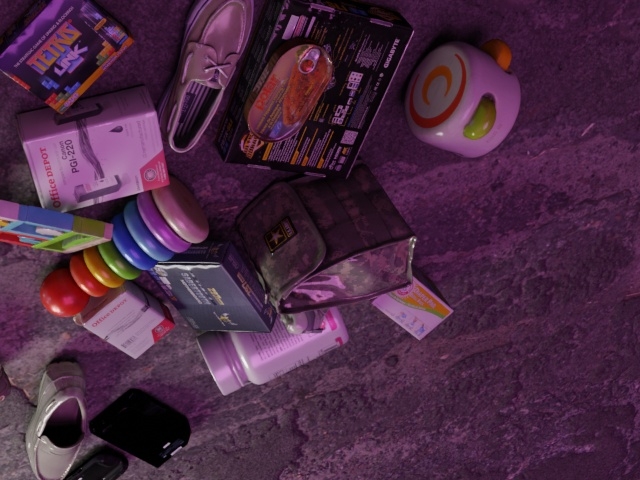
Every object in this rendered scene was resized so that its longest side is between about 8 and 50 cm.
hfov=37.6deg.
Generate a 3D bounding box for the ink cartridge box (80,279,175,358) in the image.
[{"bbox_3d":[-0.371,0.145,1.798,0.109,0.063,0.150,-39,134,8],"label":"ink cartridge box"}]

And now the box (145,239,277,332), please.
[{"bbox_3d":[-0.208,0.090,1.790,0.183,0.059,0.233,-1,142,25],"label":"box"}]

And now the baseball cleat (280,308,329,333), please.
[{"bbox_3d":[-0.042,0.098,1.851,0.109,0.206,0.072,5,144,-26],"label":"baseball cleat"}]

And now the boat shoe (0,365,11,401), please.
[{"bbox_3d":[-0.728,0.313,1.743,0.305,0.109,0.091,-25,129,-12],"label":"boat shoe"}]

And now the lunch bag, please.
[{"bbox_3d":[0.000,0.000,1.766,0.287,0.235,0.169,-17,138,-14],"label":"lunch bag"}]

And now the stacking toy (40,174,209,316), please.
[{"bbox_3d":[-0.368,0.023,1.684,0.330,0.141,0.141,-33,135,10],"label":"stacking toy"}]

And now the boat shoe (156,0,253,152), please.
[{"bbox_3d":[-0.181,-0.280,1.537,0.109,0.094,0.302,8,123,-32],"label":"boat shoe"}]

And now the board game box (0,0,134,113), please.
[{"bbox_3d":[-0.396,-0.298,1.443,0.170,0.048,0.141,-43,135,11],"label":"board game box"}]

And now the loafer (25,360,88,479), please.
[{"bbox_3d":[-0.532,0.388,1.903,0.112,0.111,0.319,-3,128,-25],"label":"loafer"}]

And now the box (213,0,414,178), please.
[{"bbox_3d":[-0.015,-0.269,1.646,0.257,0.079,0.322,6,124,-29],"label":"box"}]

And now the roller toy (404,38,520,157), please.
[{"bbox_3d":[0.263,-0.257,1.721,0.146,0.209,0.191,16,157,-36],"label":"roller toy"}]

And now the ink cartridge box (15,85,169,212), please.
[{"bbox_3d":[-0.373,-0.148,1.552,0.218,0.092,0.158,-15,132,-13],"label":"ink cartridge box"}]

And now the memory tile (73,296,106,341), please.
[{"bbox_3d":[-0.418,0.135,1.820,0.113,0.012,0.148,-37,135,6],"label":"memory tile"}]

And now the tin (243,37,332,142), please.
[{"bbox_3d":[-0.056,-0.250,1.563,0.106,0.040,0.190,14,120,-39],"label":"tin"}]

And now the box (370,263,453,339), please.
[{"bbox_3d":[0.178,0.110,2.036,0.103,0.114,0.203,-42,132,10],"label":"box"}]

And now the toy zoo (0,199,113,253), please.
[{"bbox_3d":[-0.514,-0.029,1.535,0.293,0.030,0.192,13,165,-34],"label":"toy zoo"}]

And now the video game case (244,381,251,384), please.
[{"bbox_3d":[-0.146,0.280,2.082,0.122,0.011,0.087,-16,133,-15],"label":"video game case"}]

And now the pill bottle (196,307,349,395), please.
[{"bbox_3d":[-0.099,0.196,1.932,0.283,0.160,0.160,-25,134,-6],"label":"pill bottle"}]

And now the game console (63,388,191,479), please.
[{"bbox_3d":[-0.468,0.479,2.064,0.361,0.044,0.213,-39,132,7],"label":"game console"}]
